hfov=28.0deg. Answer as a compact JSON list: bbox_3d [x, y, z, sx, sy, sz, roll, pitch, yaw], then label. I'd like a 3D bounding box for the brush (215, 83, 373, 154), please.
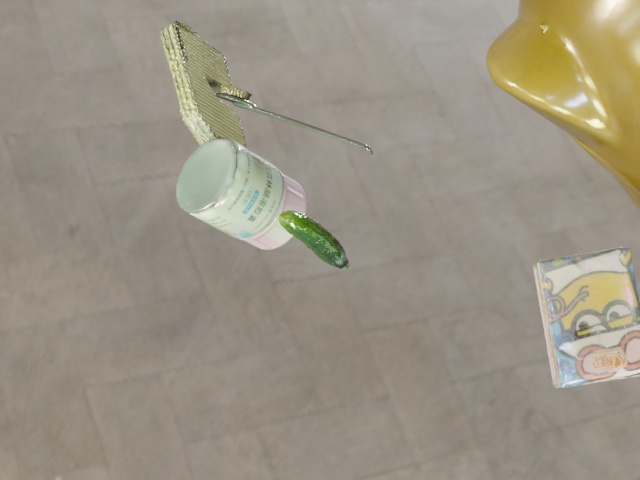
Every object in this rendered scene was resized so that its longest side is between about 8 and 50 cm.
[{"bbox_3d":[-0.038,-0.188,1.983,0.266,0.062,0.027,21,93,10],"label":"brush"}]

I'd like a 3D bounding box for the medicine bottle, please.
[{"bbox_3d":[-0.120,-0.070,1.985,0.168,0.135,0.135,30,41,-44],"label":"medicine bottle"}]

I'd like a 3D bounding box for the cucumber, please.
[{"bbox_3d":[0.000,0.000,1.723,0.155,0.037,0.037,40,41,-40],"label":"cucumber"}]

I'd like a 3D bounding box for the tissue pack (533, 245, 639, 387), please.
[{"bbox_3d":[0.321,0.090,1.511,0.115,0.065,0.155,-9,82,0],"label":"tissue pack"}]

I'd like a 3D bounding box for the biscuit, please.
[{"bbox_3d":[-0.185,-0.231,2.097,0.147,0.046,0.250,27,41,-56],"label":"biscuit"}]

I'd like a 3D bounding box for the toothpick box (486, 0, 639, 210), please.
[{"bbox_3d":[0.407,-0.235,1.270,0.409,0.425,0.409,41,12,-11],"label":"toothpick box"}]
